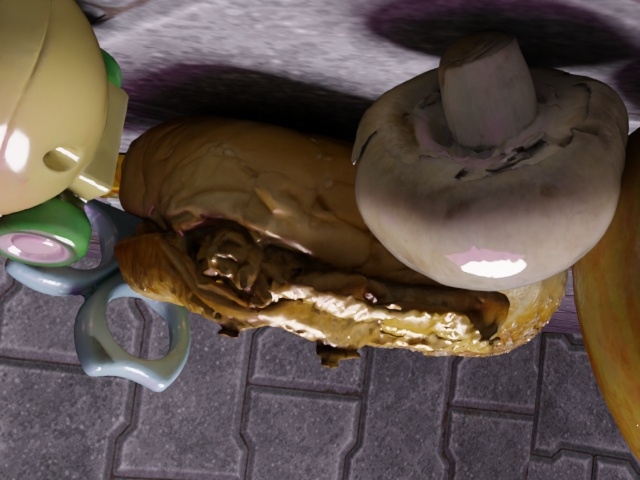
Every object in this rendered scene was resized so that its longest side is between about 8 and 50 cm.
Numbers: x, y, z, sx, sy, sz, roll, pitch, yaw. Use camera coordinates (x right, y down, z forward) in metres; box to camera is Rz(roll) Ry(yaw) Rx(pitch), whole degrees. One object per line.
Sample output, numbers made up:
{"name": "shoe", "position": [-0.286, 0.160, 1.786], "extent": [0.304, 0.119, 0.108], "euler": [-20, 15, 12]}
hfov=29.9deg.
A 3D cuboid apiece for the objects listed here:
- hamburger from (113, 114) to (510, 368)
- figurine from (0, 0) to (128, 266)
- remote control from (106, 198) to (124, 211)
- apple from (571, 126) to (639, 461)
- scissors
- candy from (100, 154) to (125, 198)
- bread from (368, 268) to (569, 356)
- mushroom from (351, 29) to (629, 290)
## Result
{"name": "hamburger", "position": [0.000, 0.000, 0.900], "extent": [0.319, 0.158, 0.318], "euler": [12, -176, -1]}
{"name": "figurine", "position": [-0.251, -0.066, 0.661], "extent": [0.325, 0.124, 0.222], "euler": [-13, 152, 36]}
{"name": "remote control", "position": [-0.124, -0.018, 1.484], "extent": [0.277, 0.055, 0.103], "euler": [9, 174, -5]}
{"name": "apple", "position": [0.270, 0.042, 0.662], "extent": [0.264, 0.264, 0.264], "euler": [7, 174, 1]}
{"name": "scissors", "position": [-0.125, -0.002, 1.043], "extent": [0.029, 0.191, 0.360], "euler": [-41, 178, 32]}
{"name": "candy", "position": [-0.188, -0.063, 1.203], "extent": [0.122, 0.038, 0.062], "euler": [4, 173, 27]}
{"name": "bread", "position": [0.116, 0.046, 1.313], "extent": [0.306, 0.158, 0.305], "euler": [8, 174, 1]}
{"name": "mushroom", "position": [0.089, -0.046, 0.627], "extent": [0.154, 0.122, 0.154], "euler": [-9, -149, 6]}
